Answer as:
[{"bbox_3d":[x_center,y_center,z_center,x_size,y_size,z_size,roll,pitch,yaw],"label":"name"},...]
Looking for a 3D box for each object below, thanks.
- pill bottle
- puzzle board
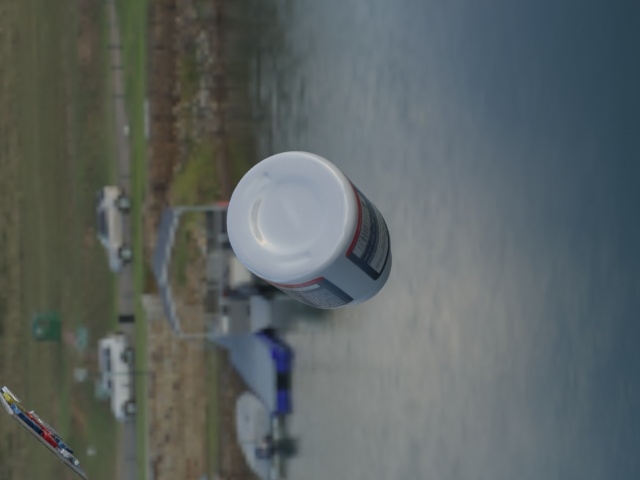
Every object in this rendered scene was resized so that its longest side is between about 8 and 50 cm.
[{"bbox_3d":[0.000,0.000,1.085,0.180,0.108,0.108,40,-135,-69],"label":"pill bottle"},{"bbox_3d":[-0.314,0.209,1.441,0.128,0.011,0.096,51,171,-32],"label":"puzzle board"}]
